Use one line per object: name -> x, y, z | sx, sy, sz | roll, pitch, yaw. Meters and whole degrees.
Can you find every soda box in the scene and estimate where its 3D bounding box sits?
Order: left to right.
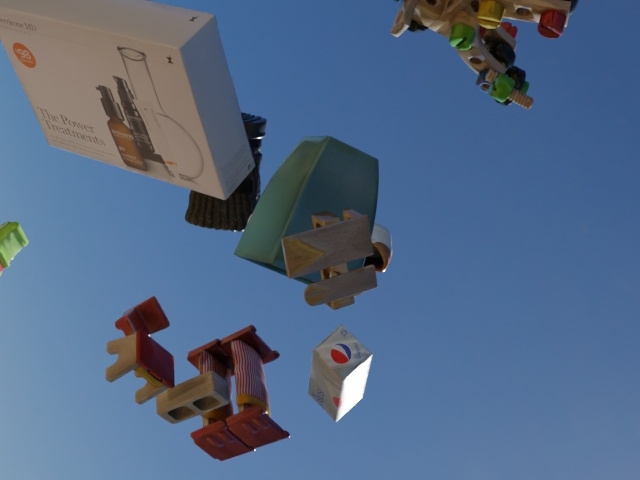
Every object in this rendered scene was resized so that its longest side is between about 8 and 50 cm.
soda box -> 0.040, 0.296, 2.090 | 0.098, 0.091, 0.286 | 44, -22, 18

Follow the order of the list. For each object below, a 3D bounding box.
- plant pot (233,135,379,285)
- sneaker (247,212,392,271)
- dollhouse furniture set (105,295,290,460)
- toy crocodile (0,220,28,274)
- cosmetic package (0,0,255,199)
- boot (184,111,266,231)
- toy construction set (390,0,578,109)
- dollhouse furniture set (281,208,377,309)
plant pot -> -0.007, -0.049, 1.598 | 0.166, 0.165, 0.234 | 8, -104, 64
sneaker -> 0.000, 0.000, 1.852 | 0.123, 0.290, 0.105 | -89, -171, -59
dollhouse furniture set -> -0.213, 0.220, 1.703 | 0.374, 0.152, 0.201 | 52, 20, -46
toy crocodile -> -0.752, 0.077, 1.964 | 0.105, 0.340, 0.115 | 34, -33, 33
cosmetic package -> -0.302, -0.235, 1.458 | 0.377, 0.097, 0.284 | 17, -40, 27
boot -> -0.279, -0.168, 2.118 | 0.348, 0.131, 0.260 | 17, -68, 25
toy construction set -> 0.235, -0.376, 1.372 | 0.308, 0.237, 0.257 | -63, -172, 6
dollhouse furniture set -> -0.011, 0.030, 1.338 | 0.151, 0.123, 0.144 | -148, -135, -62
